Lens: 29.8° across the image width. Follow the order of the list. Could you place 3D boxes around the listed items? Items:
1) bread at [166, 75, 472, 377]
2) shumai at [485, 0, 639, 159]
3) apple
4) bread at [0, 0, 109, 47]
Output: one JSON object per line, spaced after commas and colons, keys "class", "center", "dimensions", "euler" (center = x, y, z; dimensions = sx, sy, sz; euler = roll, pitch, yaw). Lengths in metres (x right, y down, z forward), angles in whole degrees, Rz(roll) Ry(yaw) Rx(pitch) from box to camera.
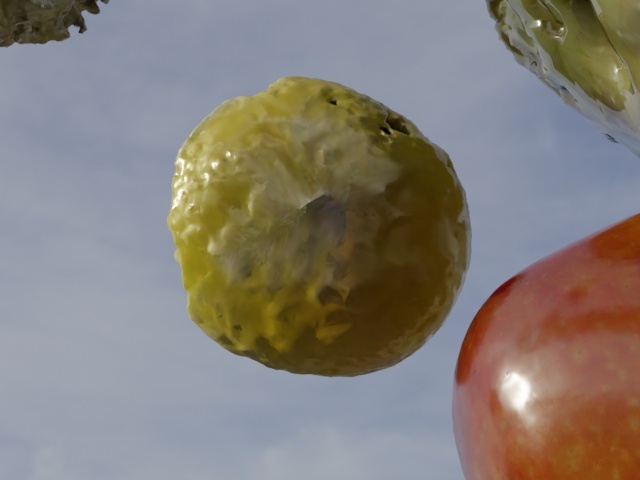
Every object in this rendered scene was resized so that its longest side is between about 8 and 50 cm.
{"class": "bread", "center": [0.003, -0.002, 0.798], "dimensions": [0.197, 0.197, 0.170], "euler": [-10, -11, 4]}
{"class": "shumai", "center": [0.187, -0.137, 0.691], "dimensions": [0.217, 0.283, 0.346], "euler": [-14, -46, 22]}
{"class": "apple", "center": [0.181, 0.106, 0.605], "dimensions": [0.230, 0.230, 0.230], "euler": [-6, -28, -3]}
{"class": "bread", "center": [-0.362, -0.365, 1.454], "dimensions": [0.274, 0.149, 0.274], "euler": [-18, -51, -23]}
